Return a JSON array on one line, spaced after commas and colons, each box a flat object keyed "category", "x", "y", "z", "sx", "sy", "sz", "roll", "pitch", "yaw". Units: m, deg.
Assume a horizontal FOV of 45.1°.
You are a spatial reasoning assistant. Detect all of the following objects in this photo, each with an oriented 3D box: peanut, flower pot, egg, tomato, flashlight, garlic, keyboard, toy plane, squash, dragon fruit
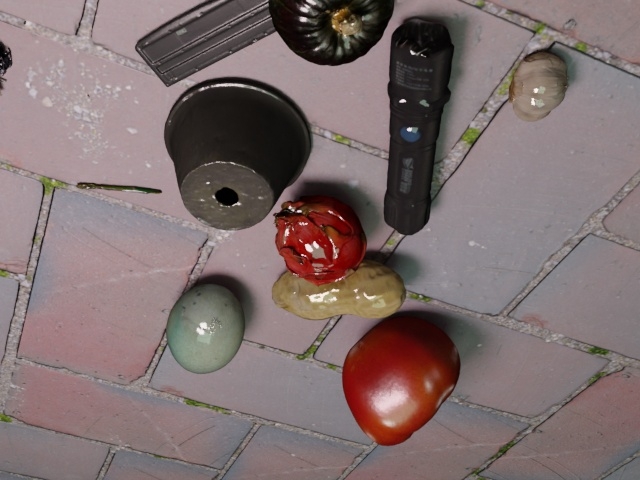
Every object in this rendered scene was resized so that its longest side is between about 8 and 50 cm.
[{"category": "peanut", "x": 0.035, "y": 0.102, "z": 1.598, "sx": 0.291, "sy": 0.130, "sz": 0.130, "roll": -5, "pitch": 136, "yaw": 18}, {"category": "flower pot", "x": -0.154, "y": -0.126, "z": 1.344, "sx": 0.269, "sy": 0.166, "sz": 0.269, "roll": 3, "pitch": 138, "yaw": 3}, {"category": "egg", "x": -0.250, "y": 0.192, "z": 1.679, "sx": 0.169, "sy": 0.169, "sz": 0.236, "roll": 9, "pitch": 135, "yaw": -6}, {"category": "tomato", "x": 0.168, "y": 0.298, "z": 1.708, "sx": 0.226, "sy": 0.299, "sz": 0.298, "roll": 42, "pitch": 133, "yaw": 9}, {"category": "flashlight", "x": 0.157, "y": -0.173, "z": 1.322, "sx": 0.103, "sy": 0.103, "sz": 0.423, "roll": 2, "pitch": 137, "yaw": 2}, {"category": "garlic", "x": 0.355, "y": -0.246, "z": 1.246, "sx": 0.094, "sy": 0.074, "sz": 0.113, "roll": 8, "pitch": 122, "yaw": 10}, {"category": "keyboard", "x": -0.211, "y": -0.312, "z": 1.249, "sx": 0.381, "sy": 0.041, "sz": 0.103, "roll": -24, "pitch": 129, "yaw": 18}, {"category": "toy plane", "x": -0.546, "y": -0.291, "z": 1.292, "sx": 0.049, "sy": 0.031, "sz": 0.120, "roll": 13, "pitch": 134, "yaw": -2}, {"category": "squash", "x": 0.015, "y": -0.345, "z": 1.110, "sx": 0.193, "sy": 0.155, "sz": 0.193, "roll": -4, "pitch": 160, "yaw": -1}, {"category": "dragon fruit", "x": 0.000, "y": 0.000, "z": 1.459, "sx": 0.173, "sy": 0.172, "sz": 0.209, "roll": -12, "pitch": 145, "yaw": 16}]

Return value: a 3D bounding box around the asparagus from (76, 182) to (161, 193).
[{"category": "asparagus", "x": -0.391, "y": -0.100, "z": 1.495, "sx": 0.166, "sy": 0.013, "sz": 0.016, "roll": 5, "pitch": 126, "yaw": -2}]
